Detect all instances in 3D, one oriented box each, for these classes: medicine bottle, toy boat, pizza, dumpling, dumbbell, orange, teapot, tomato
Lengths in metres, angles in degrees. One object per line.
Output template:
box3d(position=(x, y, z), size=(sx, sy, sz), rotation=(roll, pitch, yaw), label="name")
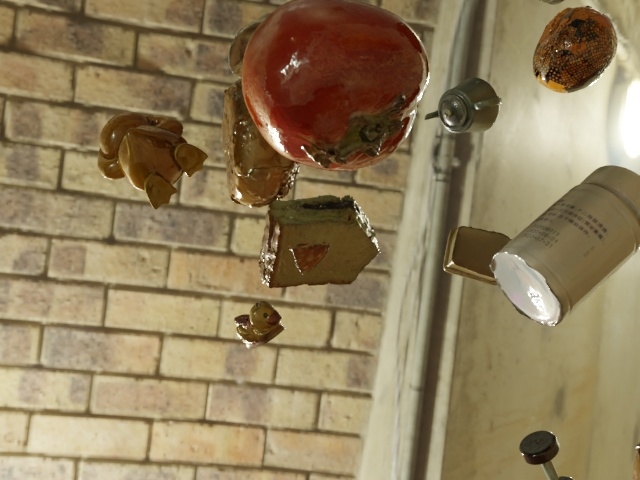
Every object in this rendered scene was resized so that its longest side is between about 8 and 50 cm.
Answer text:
box3d(position=(0.533, 0.005, 1.681), size=(0.332, 0.190, 0.190), rotation=(-38, -165, -17), label="medicine bottle")
box3d(position=(0.382, 0.036, 1.849), size=(0.188, 0.116, 0.061), rotation=(14, 165, 0), label="toy boat")
box3d(position=(-0.021, 0.028, 1.971), size=(0.099, 0.029, 0.100), rotation=(-26, 133, 2), label="pizza")
box3d(position=(-0.151, -0.525, 2.262), size=(0.226, 0.243, 0.175), rotation=(-18, -138, -28), label="dumpling")
box3d(position=(0.586, 0.588, 2.074), size=(0.100, 0.191, 0.100), rotation=(-25, -163, 8), label="dumbbell")
box3d(position=(0.648, -0.486, 2.083), size=(0.182, 0.234, 0.234), rotation=(35, 169, -19), label="orange")
box3d(position=(0.412, -0.380, 2.337), size=(0.149, 0.163, 0.239), rotation=(-19, -169, -40), label="teapot")
box3d(position=(0.021, -0.279, 1.399), size=(0.321, 0.322, 0.321), rotation=(7, 179, 0), label="tomato")

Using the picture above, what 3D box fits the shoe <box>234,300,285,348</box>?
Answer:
box3d(position=(-0.112, 0.149, 1.411), size=(0.072, 0.069, 0.109), rotation=(-36, 179, -23), label="shoe")

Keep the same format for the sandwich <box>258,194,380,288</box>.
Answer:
box3d(position=(0.000, 0.001, 2.243), size=(0.325, 0.262, 0.131), rotation=(-4, -136, -15), label="sandwich")

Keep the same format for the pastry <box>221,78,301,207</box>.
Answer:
box3d(position=(-0.126, -0.227, 1.874), size=(0.184, 0.316, 0.285), rotation=(-2, 138, -12), label="pastry")

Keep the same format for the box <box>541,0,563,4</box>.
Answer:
box3d(position=(0.405, -0.572, 1.522), size=(0.149, 0.226, 0.226), rotation=(11, 179, -12), label="box")

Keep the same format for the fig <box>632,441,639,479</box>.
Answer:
box3d(position=(0.702, 0.484, 1.512), size=(0.263, 0.224, 0.224), rotation=(24, 175, -14), label="fig")

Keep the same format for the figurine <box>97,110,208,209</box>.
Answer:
box3d(position=(-0.378, -0.190, 1.772), size=(0.215, 0.215, 0.228), rotation=(7, -175, -24), label="figurine")
